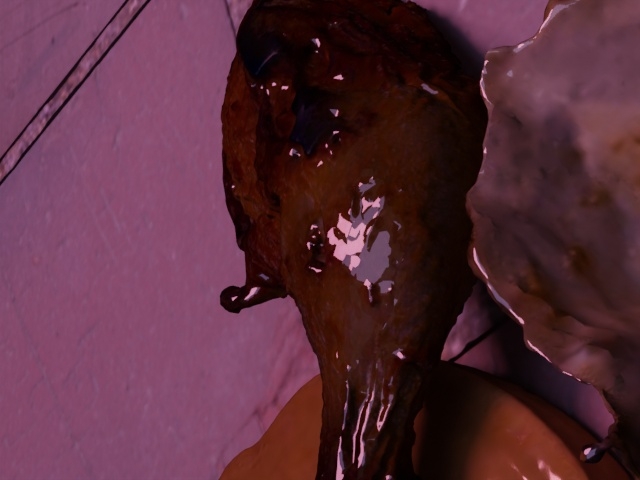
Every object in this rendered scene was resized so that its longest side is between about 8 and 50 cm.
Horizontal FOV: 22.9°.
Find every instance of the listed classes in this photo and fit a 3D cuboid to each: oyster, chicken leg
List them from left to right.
[{"bbox_3d":[0.007,-0.008,0.706,0.177,0.083,0.322,-61,32,24],"label":"chicken leg"},{"bbox_3d":[0.188,-0.070,0.439,0.337,0.133,0.198,-41,66,22],"label":"oyster"}]

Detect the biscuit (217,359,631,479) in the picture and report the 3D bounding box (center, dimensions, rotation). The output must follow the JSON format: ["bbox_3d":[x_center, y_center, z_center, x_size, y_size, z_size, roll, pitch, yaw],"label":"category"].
[{"bbox_3d":[0.038,0.223,0.672,0.312,0.057,0.351,-8,76,53],"label":"biscuit"}]
